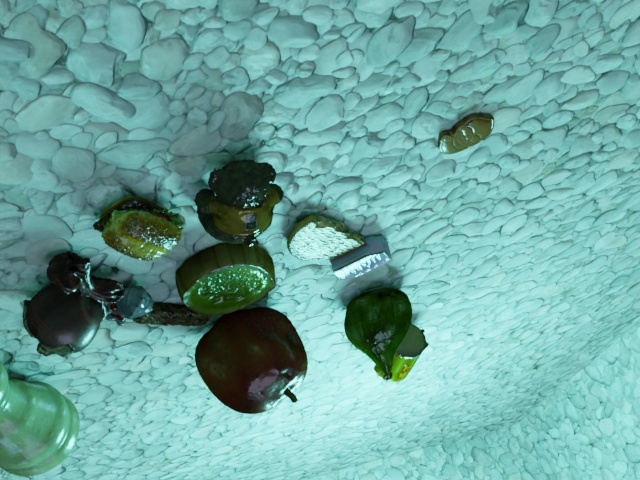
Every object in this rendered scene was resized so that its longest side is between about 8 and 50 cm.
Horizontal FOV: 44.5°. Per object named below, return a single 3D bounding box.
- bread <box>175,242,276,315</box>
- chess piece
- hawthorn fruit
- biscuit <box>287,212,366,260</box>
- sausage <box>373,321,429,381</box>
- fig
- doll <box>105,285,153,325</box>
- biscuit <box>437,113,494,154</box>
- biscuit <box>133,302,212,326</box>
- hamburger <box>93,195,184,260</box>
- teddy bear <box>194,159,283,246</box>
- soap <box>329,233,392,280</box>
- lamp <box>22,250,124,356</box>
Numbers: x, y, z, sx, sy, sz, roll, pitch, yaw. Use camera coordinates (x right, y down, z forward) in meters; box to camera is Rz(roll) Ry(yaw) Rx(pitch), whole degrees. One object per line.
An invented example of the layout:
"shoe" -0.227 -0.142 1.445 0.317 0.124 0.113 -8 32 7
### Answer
"bread" -0.215 0.090 1.807 0.236 0.070 0.236 -16 149 -10
"chess piece" -0.754 0.375 1.807 0.234 0.234 0.442 -20 146 -2
"hawthorn fruit" -0.164 0.313 2.013 0.275 0.299 0.275 -39 158 -19
"biscuit" 0.000 -0.001 1.830 0.144 0.033 0.224 -35 148 27
"sausage" 0.246 0.392 2.557 0.125 0.117 0.317 -7 148 -16
"fig" 0.175 0.262 2.179 0.203 0.235 0.203 -12 152 -7
"doll" -0.433 0.149 1.768 0.094 0.079 0.180 28 143 -24
"biscuit" 0.312 -0.226 1.670 0.130 0.019 0.102 -28 151 10
"biscuit" -0.356 0.180 1.901 0.199 0.034 0.064 5 141 -39
"hamburger" -0.346 -0.020 1.519 0.137 0.087 0.166 -33 148 20
"teddy bear" -0.153 -0.078 1.512 0.177 0.140 0.190 -10 141 -13
"soap" 0.104 0.043 1.949 0.149 0.056 0.100 -26 153 9
"lamp" -0.534 0.138 1.626 0.223 0.151 0.215 -65 156 -9
